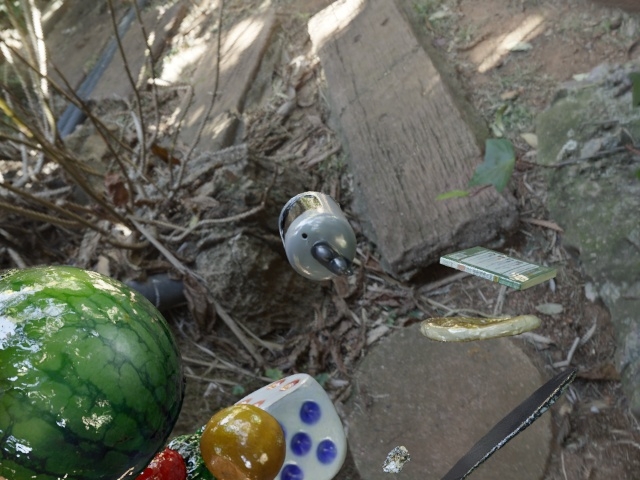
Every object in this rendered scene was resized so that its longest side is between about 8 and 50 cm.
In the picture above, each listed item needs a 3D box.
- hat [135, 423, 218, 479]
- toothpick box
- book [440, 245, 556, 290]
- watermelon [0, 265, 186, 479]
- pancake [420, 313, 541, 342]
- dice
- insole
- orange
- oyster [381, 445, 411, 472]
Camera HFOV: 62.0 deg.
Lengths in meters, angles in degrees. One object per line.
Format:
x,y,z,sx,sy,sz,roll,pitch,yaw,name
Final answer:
-0.295,0.531,1.152,0.242,0.332,0.274,-14,58,32,hat
0.000,0.000,1.561,0.229,0.229,0.316,-36,21,4,toothpick box
0.515,0.076,1.553,0.264,0.202,0.027,20,113,45,book
-0.372,0.204,0.768,0.363,0.363,0.363,-17,51,21,watermelon
0.440,0.241,1.488,0.356,0.356,0.065,-5,82,29,pancake
-0.114,0.619,1.665,0.304,0.304,0.277,-24,-1,-29,dice
0.163,0.237,0.567,0.348,0.119,0.009,-30,70,-27,insole
-0.134,0.364,0.945,0.156,0.156,0.124,-2,29,31,orange
0.168,0.477,1.167,0.054,0.019,0.083,-2,15,35,oyster
